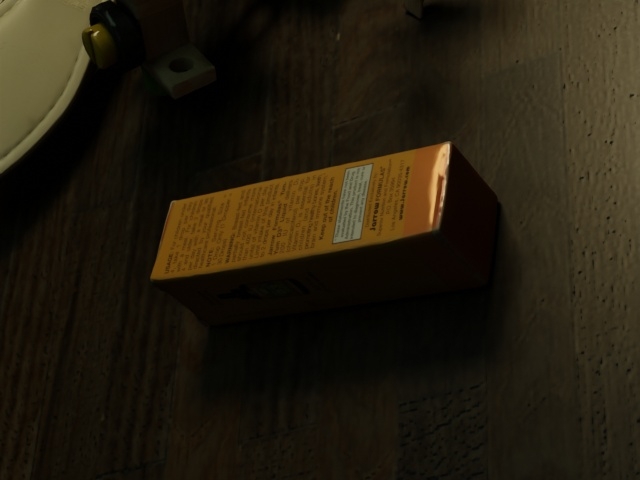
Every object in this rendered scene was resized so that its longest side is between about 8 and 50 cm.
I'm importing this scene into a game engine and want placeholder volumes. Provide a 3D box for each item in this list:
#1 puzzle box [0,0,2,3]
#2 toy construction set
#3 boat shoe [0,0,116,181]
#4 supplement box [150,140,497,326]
[{"bbox_3d":[-0.290,-0.377,1.560,0.272,0.052,0.409,25,76,24],"label":"puzzle box"},{"bbox_3d":[-0.059,-0.223,1.276,0.309,0.237,0.257,19,42,26],"label":"toy construction set"},{"bbox_3d":[-0.238,-0.172,1.405,0.117,0.096,0.324,26,78,4],"label":"boat shoe"},{"bbox_3d":[0.000,0.000,1.118,0.233,0.078,0.080,-12,54,30],"label":"supplement box"}]
